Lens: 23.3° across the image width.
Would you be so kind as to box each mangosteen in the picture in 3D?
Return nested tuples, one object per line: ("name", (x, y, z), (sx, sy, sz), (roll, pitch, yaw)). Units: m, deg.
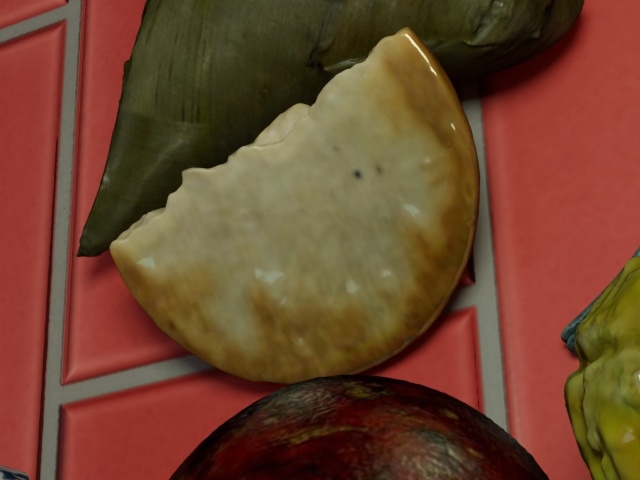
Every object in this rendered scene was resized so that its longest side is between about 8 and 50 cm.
("mangosteen", (0.049, 0.246, 0.951), (0.306, 0.359, 0.306), (-52, 24, 35))

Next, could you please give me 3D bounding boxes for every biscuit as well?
("biscuit", (0.000, 0.000, 1.161), (0.309, 0.040, 0.205), (-34, 86, 24))

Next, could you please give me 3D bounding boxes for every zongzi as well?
("zongzi", (0.001, -0.126, 1.216), (0.356, 0.174, 0.393), (18, 90, 28))

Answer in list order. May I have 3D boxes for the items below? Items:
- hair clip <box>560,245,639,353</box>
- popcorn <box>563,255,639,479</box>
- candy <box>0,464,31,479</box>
("hair clip", (0.251, -0.038, 1.080), (0.083, 0.048, 0.275), (26, 84, 33))
("popcorn", (0.283, 0.089, 0.878), (0.282, 0.247, 0.282), (-6, 71, 17))
("candy", (-0.281, 0.257, 1.243), (0.092, 0.073, 0.160), (34, 87, 40))
